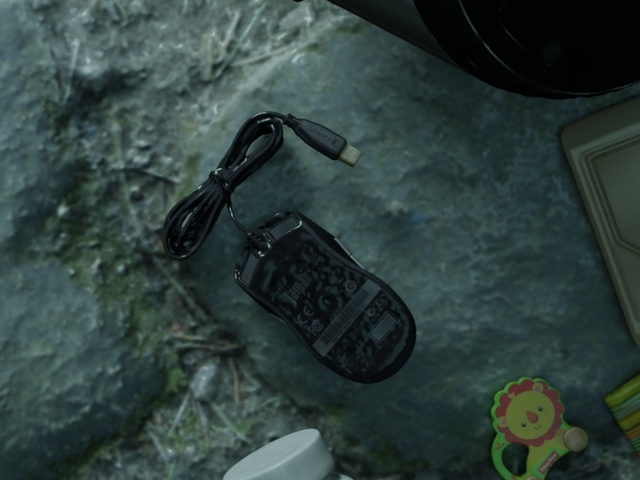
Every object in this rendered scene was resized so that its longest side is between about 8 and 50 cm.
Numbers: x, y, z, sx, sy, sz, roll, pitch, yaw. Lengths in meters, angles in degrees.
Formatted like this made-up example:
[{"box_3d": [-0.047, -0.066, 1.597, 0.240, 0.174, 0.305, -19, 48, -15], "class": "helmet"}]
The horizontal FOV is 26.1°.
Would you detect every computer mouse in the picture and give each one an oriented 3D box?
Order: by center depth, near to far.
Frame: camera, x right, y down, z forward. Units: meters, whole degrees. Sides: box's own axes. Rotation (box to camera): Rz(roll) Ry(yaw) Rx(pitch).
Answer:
[{"box_3d": [0.000, 0.000, 1.296, 0.262, 0.060, 0.184, 35, 94, 6], "class": "computer mouse"}]

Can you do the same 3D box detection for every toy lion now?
[{"box_3d": [0.202, 0.186, 1.337, 0.096, 0.034, 0.100, 40, 90, 1], "class": "toy lion"}]

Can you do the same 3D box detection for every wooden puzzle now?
[{"box_3d": [0.370, -0.036, 1.330, 0.221, 0.044, 0.238, -21, 90, 1], "class": "wooden puzzle"}]

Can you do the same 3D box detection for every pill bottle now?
[{"box_3d": [0.004, 0.295, 1.278, 0.121, 0.121, 0.221, -27, 95, -3], "class": "pill bottle"}]

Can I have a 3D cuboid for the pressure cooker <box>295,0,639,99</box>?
[{"box_3d": [0.115, -0.335, 1.116, 0.370, 0.420, 0.375, 19, 103, -37], "class": "pressure cooker"}]

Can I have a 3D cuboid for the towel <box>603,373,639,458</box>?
[{"box_3d": [0.380, 0.226, 1.360, 0.102, 0.021, 0.237, -31, 96, 3], "class": "towel"}]
